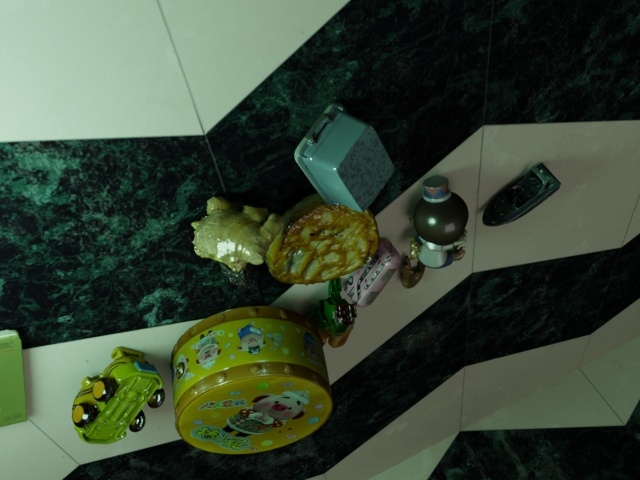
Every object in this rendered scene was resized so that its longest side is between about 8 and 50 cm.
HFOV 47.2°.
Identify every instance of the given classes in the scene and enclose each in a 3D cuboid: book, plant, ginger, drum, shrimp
[{"bbox_3d":[-0.798,0.334,1.655,0.239,0.035,0.352,-9,139,-26],"label":"book"},{"bbox_3d":[-0.201,0.055,1.734,0.085,0.087,0.174,-8,141,10],"label":"plant"},{"bbox_3d":[-0.193,-0.016,1.566,0.102,0.216,0.157,44,63,-61],"label":"ginger"},{"bbox_3d":[-0.185,0.376,1.934,0.432,0.214,0.431,-8,140,-7],"label":"drum"},{"bbox_3d":[0.275,0.085,2.144,0.095,0.045,0.162,-26,142,-9],"label":"shrimp"}]

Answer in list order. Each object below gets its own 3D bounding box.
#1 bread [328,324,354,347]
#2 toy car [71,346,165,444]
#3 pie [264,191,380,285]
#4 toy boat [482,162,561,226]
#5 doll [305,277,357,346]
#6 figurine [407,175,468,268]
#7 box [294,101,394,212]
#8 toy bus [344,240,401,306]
[{"bbox_3d":[0.059,0.276,2.207,0.062,0.049,0.103,-14,140,-36],"label":"bread"},{"bbox_3d":[-0.517,0.384,1.831,0.248,0.142,0.200,-49,142,7],"label":"toy car"},{"bbox_3d":[0.000,0.000,1.808,0.315,0.092,0.315,-16,142,-13],"label":"pie"},{"bbox_3d":[0.561,-0.120,2.069,0.246,0.092,0.103,-37,152,7],"label":"toy boat"},{"bbox_3d":[0.018,0.212,2.046,0.106,0.134,0.186,1,140,-42],"label":"doll"},{"bbox_3d":[0.318,-0.048,1.942,0.275,0.161,0.158,88,26,-53],"label":"figurine"},{"bbox_3d":[0.055,-0.173,1.586,0.162,0.130,0.227,-54,144,-11],"label":"box"},{"bbox_3d":[0.143,0.094,2.018,0.063,0.090,0.203,2,133,-39],"label":"toy bus"}]
